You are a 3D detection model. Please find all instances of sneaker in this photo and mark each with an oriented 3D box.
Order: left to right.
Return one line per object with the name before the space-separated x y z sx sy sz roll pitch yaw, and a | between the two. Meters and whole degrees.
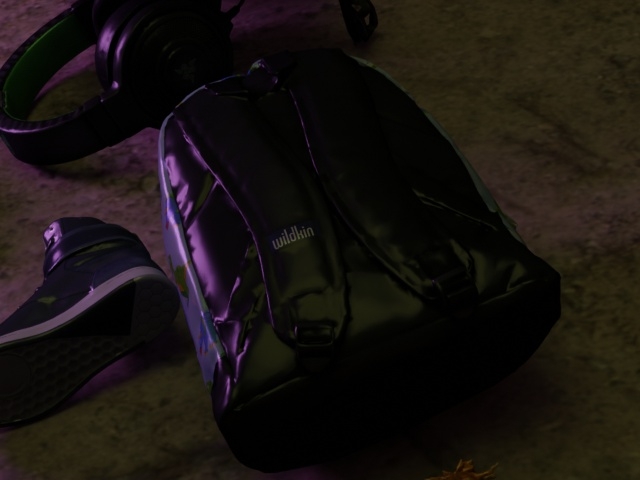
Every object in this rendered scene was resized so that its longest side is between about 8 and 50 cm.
sneaker | -0.243 0.067 1.738 0.226 0.086 0.163 -28 33 -6

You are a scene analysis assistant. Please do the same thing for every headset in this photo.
headset | -0.146 -0.190 2.017 0.394 0.185 0.243 -29 33 8

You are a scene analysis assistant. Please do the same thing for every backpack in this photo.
backpack | 0.000 0.000 1.624 0.290 0.273 0.355 -24 60 -7

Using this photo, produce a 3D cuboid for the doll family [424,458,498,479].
doll family | 0.114 0.230 1.371 0.263 0.118 0.163 -31 40 -19
